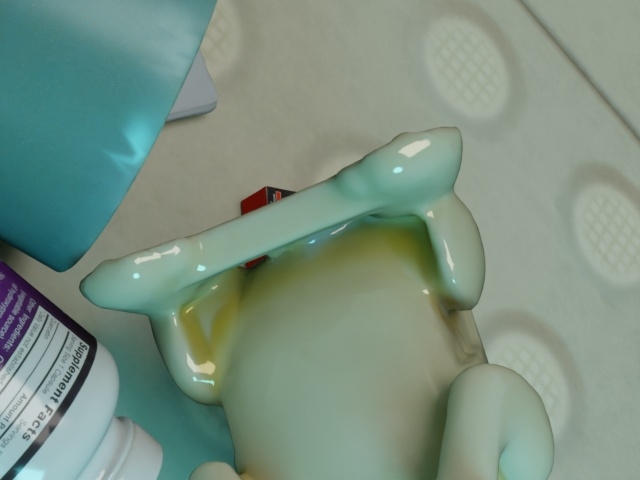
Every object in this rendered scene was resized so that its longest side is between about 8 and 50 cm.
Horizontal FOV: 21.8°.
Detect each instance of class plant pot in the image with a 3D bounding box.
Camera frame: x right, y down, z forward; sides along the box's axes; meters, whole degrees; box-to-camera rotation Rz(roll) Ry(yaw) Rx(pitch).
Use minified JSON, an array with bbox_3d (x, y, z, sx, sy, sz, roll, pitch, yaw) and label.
[{"bbox_3d":[-0.232,-0.156,1.190,0.235,0.293,0.293,25,57,-16],"label":"plant pot"}]

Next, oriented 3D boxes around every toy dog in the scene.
[{"bbox_3d":[0.036,0.176,1.227,0.285,0.395,0.408,-20,81,-1],"label":"toy dog"}]

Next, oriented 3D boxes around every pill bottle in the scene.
[{"bbox_3d":[-0.269,0.091,1.150,0.323,0.181,0.181,42,51,-18],"label":"pill bottle"}]

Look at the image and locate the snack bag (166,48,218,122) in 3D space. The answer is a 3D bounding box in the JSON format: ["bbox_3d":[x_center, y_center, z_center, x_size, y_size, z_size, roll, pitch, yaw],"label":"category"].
[{"bbox_3d":[-0.258,-0.221,1.388,0.323,0.037,0.342,-24,90,-41],"label":"snack bag"}]

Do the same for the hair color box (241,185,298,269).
[{"bbox_3d":[0.000,0.000,1.493,0.141,0.043,0.072,9,65,-36],"label":"hair color box"}]
